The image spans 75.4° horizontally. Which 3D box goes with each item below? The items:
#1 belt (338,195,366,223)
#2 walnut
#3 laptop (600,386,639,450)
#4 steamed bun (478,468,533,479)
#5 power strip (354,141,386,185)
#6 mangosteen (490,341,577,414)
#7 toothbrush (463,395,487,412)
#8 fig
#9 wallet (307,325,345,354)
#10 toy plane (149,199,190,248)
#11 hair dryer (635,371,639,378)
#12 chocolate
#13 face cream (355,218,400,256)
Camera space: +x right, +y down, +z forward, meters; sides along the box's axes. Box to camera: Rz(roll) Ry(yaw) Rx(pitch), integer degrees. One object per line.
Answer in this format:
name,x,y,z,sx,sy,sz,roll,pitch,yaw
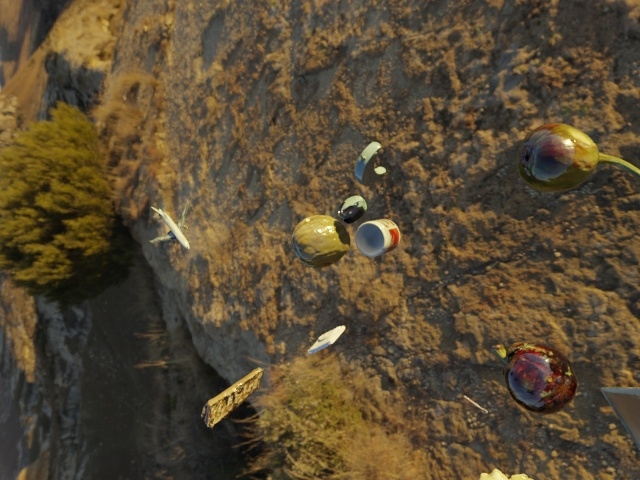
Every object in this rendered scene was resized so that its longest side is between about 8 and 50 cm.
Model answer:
belt,0.147,-0.142,1.906,0.140,0.058,0.105,-39,51,7
walnut,0.000,0.000,1.996,0.227,0.283,0.282,132,141,-81
laptop,1.004,0.575,1.264,0.269,0.015,0.187,63,166,15
steamed bun,0.496,0.703,1.095,0.178,0.106,0.192,-14,72,13
power strip,0.186,-0.282,1.574,0.044,0.216,0.137,40,84,27
mangosteen,0.716,0.448,1.418,0.289,0.231,0.231,-141,64,-65
toothbrush,0.462,0.488,1.238,0.008,0.006,0.097,62,165,-16
fig,0.527,-0.158,0.826,0.149,0.245,0.149,5,-90,-90
wallet,0.023,0.419,1.751,0.032,0.124,0.183,51,135,-1
toy plane,-0.561,-0.048,1.582,0.226,0.058,0.226,-46,79,8
hair dryer,1.079,0.392,1.316,0.053,0.195,0.220,51,134,26
chocolate,-0.315,0.561,1.516,0.065,0.329,0.102,21,104,20
face cream,0.329,-0.017,2.370,0.201,0.187,0.201,8,102,37
